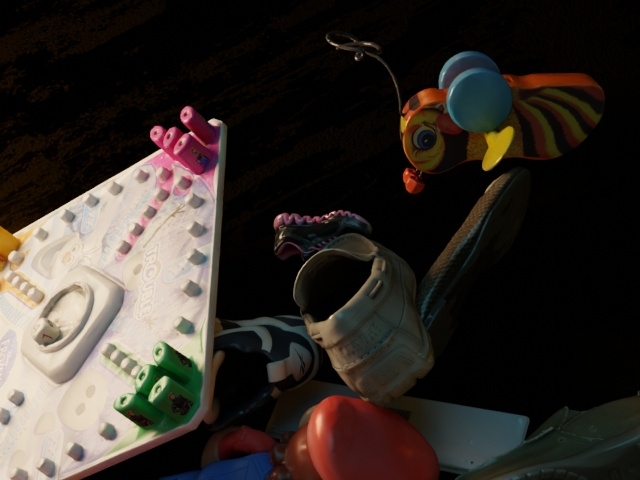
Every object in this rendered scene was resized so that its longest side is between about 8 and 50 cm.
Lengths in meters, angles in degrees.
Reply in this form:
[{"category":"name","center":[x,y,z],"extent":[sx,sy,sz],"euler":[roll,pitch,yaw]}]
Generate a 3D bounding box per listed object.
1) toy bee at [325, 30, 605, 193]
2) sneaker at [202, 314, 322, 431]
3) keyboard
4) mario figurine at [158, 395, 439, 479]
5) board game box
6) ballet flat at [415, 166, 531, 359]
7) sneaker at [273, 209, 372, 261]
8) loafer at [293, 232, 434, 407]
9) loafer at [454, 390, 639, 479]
[{"category":"toy bee","center":[0.154,-0.130,1.331],"extent":[0.298,0.162,0.195],"euler":[17,24,15]},{"category":"sneaker","center":[-0.125,0.129,1.165],"extent":[0.235,0.094,0.153],"euler":[-1,6,14]},{"category":"keyboard","center":[0.071,0.181,1.162],"extent":[0.256,0.014,0.072],"euler":[7,48,23]},{"category":"mario figurine","center":[-0.039,0.256,1.086],"extent":[0.321,0.170,0.198],"euler":[-21,81,14]},{"category":"board game box","center":[-0.269,0.078,1.237],"extent":[0.390,0.050,0.389],"euler":[-26,42,27]},{"category":"ballet flat","center":[0.145,0.018,1.236],"extent":[0.058,0.084,0.249],"euler":[19,64,34]},{"category":"sneaker","center":[0.000,0.000,1.322],"extent":[0.119,0.047,0.057],"euler":[-4,55,26]},{"category":"loafer","center":[0.031,0.048,1.149],"extent":[0.112,0.111,0.319],"euler":[-41,17,4]},{"category":"loafer","center":[0.218,0.205,1.052],"extent":[0.251,0.094,0.087],"euler":[-18,22,-9]}]
